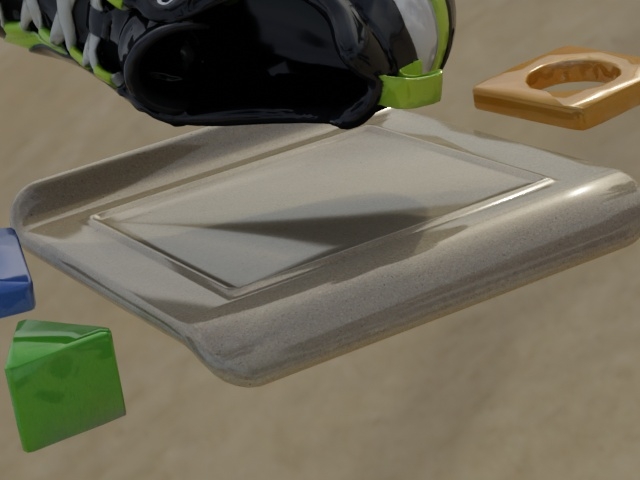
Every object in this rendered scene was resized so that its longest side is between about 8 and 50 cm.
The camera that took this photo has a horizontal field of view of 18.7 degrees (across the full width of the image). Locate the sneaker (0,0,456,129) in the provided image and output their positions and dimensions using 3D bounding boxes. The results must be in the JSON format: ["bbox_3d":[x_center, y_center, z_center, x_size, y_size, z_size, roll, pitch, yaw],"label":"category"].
[{"bbox_3d":[-0.063,-0.093,0.718,0.235,0.084,0.097,11,31,16],"label":"sneaker"}]

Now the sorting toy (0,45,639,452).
[{"bbox_3d":[0.000,0.000,0.738,0.348,0.047,0.196,-19,25,-24],"label":"sorting toy"}]
